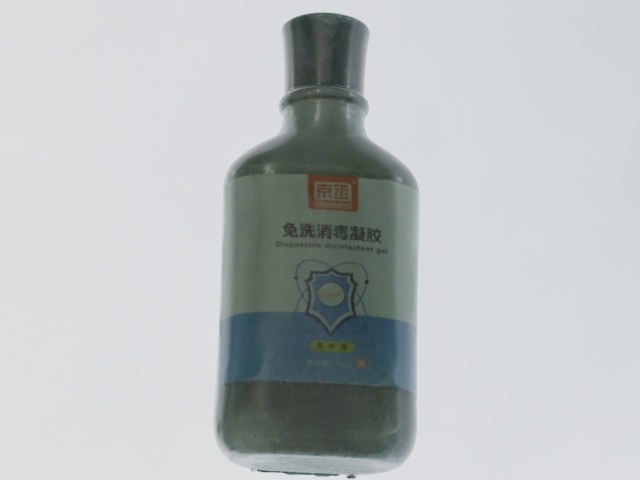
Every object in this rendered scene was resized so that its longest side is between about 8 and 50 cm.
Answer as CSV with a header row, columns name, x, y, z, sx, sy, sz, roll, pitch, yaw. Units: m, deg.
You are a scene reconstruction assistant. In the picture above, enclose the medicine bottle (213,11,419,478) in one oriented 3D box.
name,x,y,z,sx,sy,sz,roll,pitch,yaw
medicine bottle,0.000,0.000,0.852,0.090,0.054,0.208,3,-108,-6
